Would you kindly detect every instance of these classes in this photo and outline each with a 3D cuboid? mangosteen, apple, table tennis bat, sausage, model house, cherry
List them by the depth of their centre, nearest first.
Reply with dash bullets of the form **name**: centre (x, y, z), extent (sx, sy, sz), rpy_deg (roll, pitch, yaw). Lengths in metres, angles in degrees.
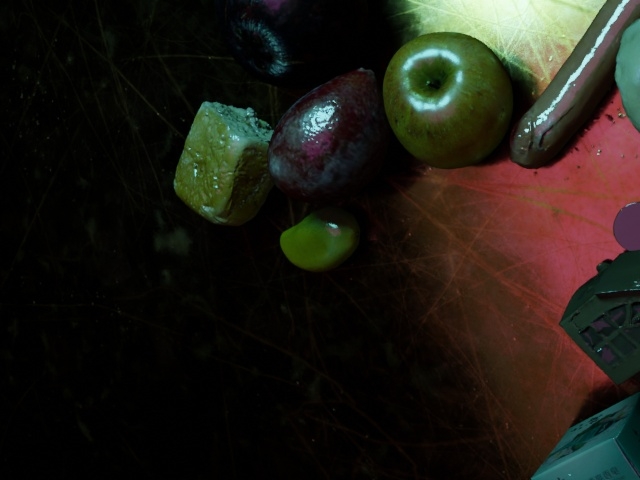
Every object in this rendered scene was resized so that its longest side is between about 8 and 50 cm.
- **model house**: centre (0.525, 0.088, 1.027), extent (0.204, 0.211, 0.243), rpy_deg (46, 125, 12)
- **sausage**: centre (0.439, -0.291, 1.104), extent (0.094, 0.094, 0.419), rpy_deg (36, 113, 12)
- **table tennis bat**: centre (0.556, -0.013, 1.119), extent (0.156, 0.013, 0.087), rpy_deg (15, 103, 31)
- **apple**: centre (0.220, -0.237, 1.202), extent (0.237, 0.207, 0.236), rpy_deg (-6, 76, 24)
- **mangosteen**: centre (-0.042, -0.433, 1.291), extent (0.300, 0.300, 0.300), rpy_deg (5, 99, 31)
- **cherry**: centre (0.022, -0.186, 1.294), extent (0.203, 0.230, 0.300), rpy_deg (46, 123, 19)

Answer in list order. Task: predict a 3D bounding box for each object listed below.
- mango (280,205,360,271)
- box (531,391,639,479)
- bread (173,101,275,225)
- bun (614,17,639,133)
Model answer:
- **mango**: centre (0.003, 0.002, 1.427), extent (0.191, 0.085, 0.122), rpy_deg (-33, 89, 40)
- **box**: centre (0.450, 0.342, 1.095), extent (0.153, 0.245, 0.092), rpy_deg (-41, 74, 28)
- **bread**: centre (-0.178, -0.167, 1.459), extent (0.195, 0.176, 0.246), rpy_deg (41, 119, 34)
- **bun**: centre (0.522, -0.258, 1.014), extent (0.133, 0.231, 0.231), rpy_deg (-131, 54, -60)
